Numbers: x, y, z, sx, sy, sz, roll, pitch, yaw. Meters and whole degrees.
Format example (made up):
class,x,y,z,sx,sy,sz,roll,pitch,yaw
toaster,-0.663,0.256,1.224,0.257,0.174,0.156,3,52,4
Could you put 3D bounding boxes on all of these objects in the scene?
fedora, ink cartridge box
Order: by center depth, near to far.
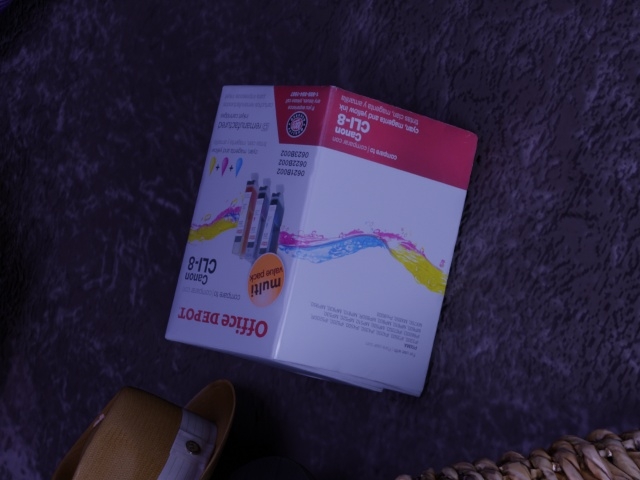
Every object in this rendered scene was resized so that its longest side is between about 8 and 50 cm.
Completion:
class,x,y,z,sx,sy,sz,roll,pitch,yaw
ink cartridge box,0.000,0.000,1.286,0.128,0.127,0.176,6,82,53
fedora,-0.135,0.162,1.382,0.194,0.079,0.194,-53,12,16

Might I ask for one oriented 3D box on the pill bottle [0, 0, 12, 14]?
class,x,y,z,sx,sy,sz,roll,pitch,yaw
pill bottle,-0.328,-0.291,1.778,0.323,0.181,0.181,-40,48,36

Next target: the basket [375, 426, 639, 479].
class,x,y,z,sx,sy,sz,roll,pitch,yaw
basket,0.128,0.276,1.044,0.213,0.223,0.299,94,159,-45

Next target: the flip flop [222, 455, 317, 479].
class,x,y,z,sx,sy,sz,roll,pitch,yaw
flip flop,-0.054,0.215,1.316,0.112,0.080,0.277,-56,13,-26
